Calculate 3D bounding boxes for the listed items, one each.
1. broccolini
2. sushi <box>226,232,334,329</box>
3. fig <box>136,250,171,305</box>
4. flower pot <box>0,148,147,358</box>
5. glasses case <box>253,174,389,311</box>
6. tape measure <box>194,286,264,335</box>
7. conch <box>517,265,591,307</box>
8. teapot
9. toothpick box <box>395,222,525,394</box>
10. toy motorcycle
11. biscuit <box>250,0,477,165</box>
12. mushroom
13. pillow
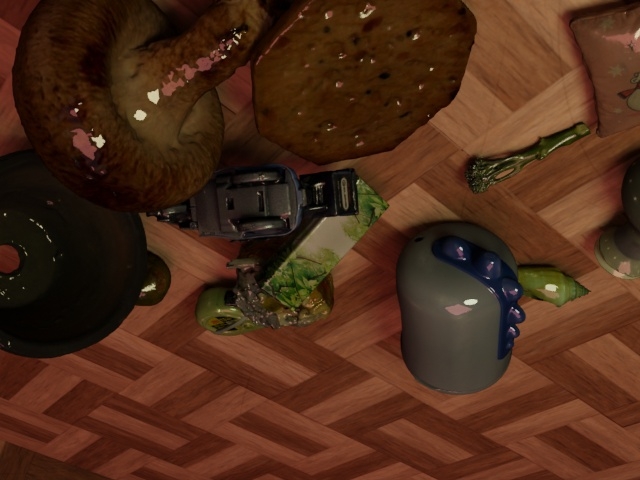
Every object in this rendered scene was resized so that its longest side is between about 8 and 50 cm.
[{"bbox_3d":[0.350,-0.152,1.073,0.216,0.058,0.067,-30,168,24],"label":"broccolini"},{"bbox_3d":[-0.085,0.082,1.306,0.184,0.139,0.274,-17,130,20],"label":"sushi"},{"bbox_3d":[-0.404,0.076,1.382,0.132,0.185,0.127,-2,101,-21],"label":"fig"},{"bbox_3d":[-0.552,0.030,1.205,0.251,0.379,0.379,-9,139,44],"label":"flower pot"},{"bbox_3d":[0.000,0.000,1.162,0.272,0.062,0.095,-47,121,5],"label":"glasses case"},{"bbox_3d":[-0.214,0.164,1.448,0.177,0.088,0.154,-22,142,30],"label":"tape measure"},{"bbox_3d":[0.461,0.093,1.298,0.200,0.080,0.095,14,153,17],"label":"conch"},{"bbox_3d":[0.582,-0.033,1.083,0.183,0.184,0.251,8,149,-1],"label":"teapot"},{"bbox_3d":[0.278,0.124,1.226,0.263,0.263,0.355,-3,136,10],"label":"toothpick box"},{"bbox_3d":[-0.130,-0.064,1.087,0.358,0.212,0.125,-1,95,34],"label":"toy motorcycle"},{"bbox_3d":[0.062,-0.246,0.920,0.359,0.046,0.359,-13,146,-9],"label":"biscuit"},{"bbox_3d":[-0.226,-0.205,0.899,0.356,0.334,0.331,5,145,10],"label":"mushroom"},{"bbox_3d":[0.500,-0.262,0.896,0.236,0.084,0.223,-12,136,24],"label":"pillow"}]
